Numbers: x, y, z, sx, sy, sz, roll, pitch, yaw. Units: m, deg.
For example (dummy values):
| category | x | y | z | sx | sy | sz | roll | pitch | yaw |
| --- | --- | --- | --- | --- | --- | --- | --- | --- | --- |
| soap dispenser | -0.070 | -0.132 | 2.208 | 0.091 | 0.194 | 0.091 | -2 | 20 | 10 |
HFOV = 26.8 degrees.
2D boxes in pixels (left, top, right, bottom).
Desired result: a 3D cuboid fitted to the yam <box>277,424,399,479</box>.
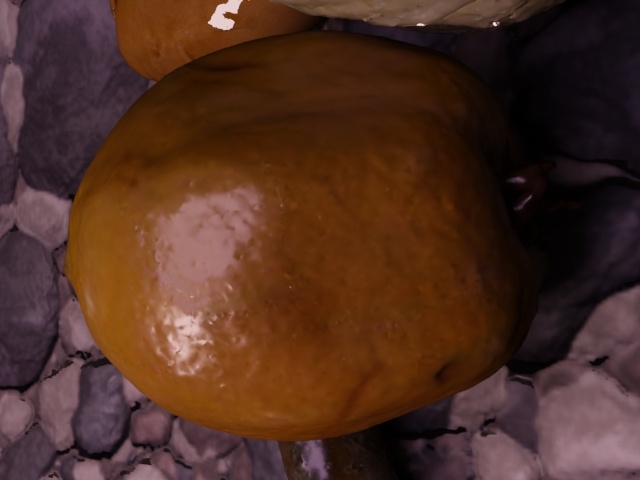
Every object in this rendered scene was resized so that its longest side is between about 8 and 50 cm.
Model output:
| category | x | y | z | sx | sy | sz | roll | pitch | yaw |
| --- | --- | --- | --- | --- | --- | --- | --- | --- | --- |
| yam | -0.017 | 0.065 | 0.699 | 0.061 | 0.061 | 0.253 | -42 | 64 | 33 |

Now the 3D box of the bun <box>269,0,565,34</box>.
| category | x | y | z | sx | sy | sz | roll | pitch | yaw |
| --- | --- | --- | --- | --- | --- | --- | --- | --- | --- |
| bun | -0.002 | -0.190 | 0.571 | 0.152 | 0.259 | 0.259 | -35 | 67 | 40 |

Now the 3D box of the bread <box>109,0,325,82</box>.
| category | x | y | z | sx | sy | sz | roll | pitch | yaw |
| --- | --- | --- | --- | --- | --- | --- | --- | --- | --- |
| bread | -0.055 | -0.148 | 0.726 | 0.189 | 0.077 | 0.114 | -24 | 78 | 36 |

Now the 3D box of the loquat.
| category | x | y | z | sx | sy | sz | roll | pitch | yaw |
| --- | --- | --- | --- | --- | --- | --- | --- | --- | --- |
| loquat | 0.000 | 0.000 | 0.599 | 0.234 | 0.176 | 0.187 | -7 | 52 | 7 |
